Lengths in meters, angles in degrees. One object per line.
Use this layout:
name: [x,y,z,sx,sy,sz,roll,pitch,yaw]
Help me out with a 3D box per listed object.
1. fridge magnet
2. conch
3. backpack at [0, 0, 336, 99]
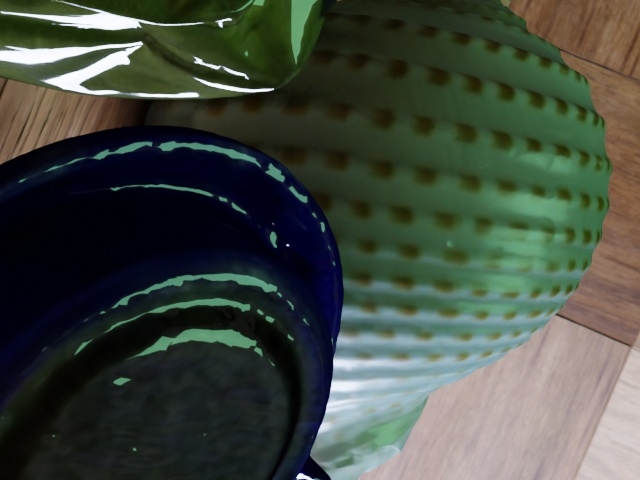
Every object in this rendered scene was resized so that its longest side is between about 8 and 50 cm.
fridge magnet: [-0.099,0.070,0.794,0.265,0.112,0.265,-21,132,-26]
conch: [-0.006,-0.013,0.990,0.319,0.303,0.215,-50,125,-18]
backpack: [-0.068,-0.165,0.405,0.140,0.207,0.253,-144,-113,-77]
